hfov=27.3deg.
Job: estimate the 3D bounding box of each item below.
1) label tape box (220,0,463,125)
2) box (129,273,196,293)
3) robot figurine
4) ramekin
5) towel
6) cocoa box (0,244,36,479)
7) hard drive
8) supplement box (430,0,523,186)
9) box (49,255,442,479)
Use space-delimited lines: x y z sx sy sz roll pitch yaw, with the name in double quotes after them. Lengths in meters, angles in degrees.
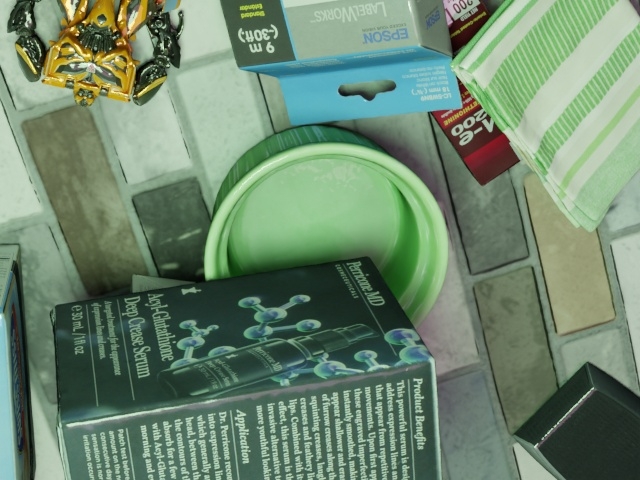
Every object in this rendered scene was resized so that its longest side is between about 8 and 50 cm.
0.013 -0.282 1.541 0.241 0.106 0.333 -4 114 25 "label tape box"
-0.223 0.210 1.717 0.087 0.169 0.290 7 111 -11 "box"
-0.255 -0.293 1.559 0.211 0.085 0.291 11 109 -11 "robot figurine"
0.000 0.000 1.675 0.303 0.148 0.303 -3 112 -7 "ramekin"
0.324 -0.195 1.637 0.248 0.038 0.325 -50 124 -8 "towel"
-0.486 0.203 1.643 0.231 0.228 0.347 -1 111 -8 "cocoa box"
0.423 0.309 1.910 0.255 0.054 0.172 39 102 -20 "hard drive"
0.189 -0.203 1.665 0.130 0.073 0.239 -34 113 7 "supplement box"
-0.091 0.192 1.486 0.395 0.293 0.212 -9 113 -10 "box"
